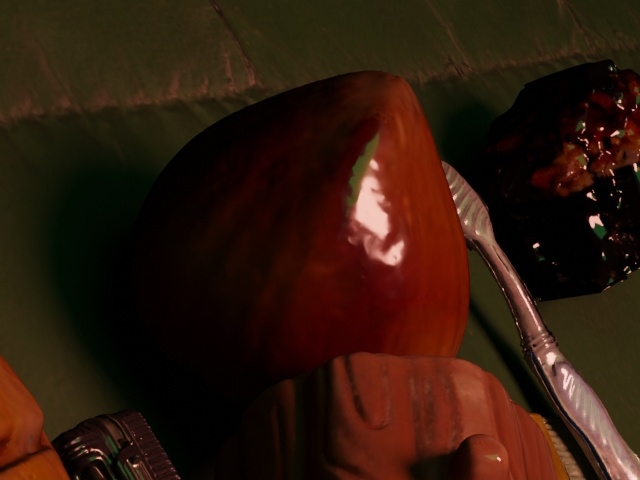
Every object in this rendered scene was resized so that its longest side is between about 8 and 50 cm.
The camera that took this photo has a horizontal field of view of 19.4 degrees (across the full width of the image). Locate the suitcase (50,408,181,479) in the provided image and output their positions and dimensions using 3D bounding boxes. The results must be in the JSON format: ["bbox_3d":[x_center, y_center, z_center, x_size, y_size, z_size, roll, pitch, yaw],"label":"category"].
[{"bbox_3d":[-0.112,0.138,0.855,0.059,0.126,0.086,-16,70,-53],"label":"suitcase"}]

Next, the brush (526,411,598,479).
[{"bbox_3d":[0.117,0.143,1.217,0.218,0.010,0.082,12,49,-47],"label":"brush"}]

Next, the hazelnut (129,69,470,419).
[{"bbox_3d":[0.000,0.000,1.043,0.208,0.208,0.208,30,38,-27],"label":"hazelnut"}]

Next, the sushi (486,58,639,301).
[{"bbox_3d":[0.205,-0.054,1.390,0.172,0.153,0.150,-23,97,-36],"label":"sushi"}]

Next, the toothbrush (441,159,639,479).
[{"bbox_3d":[0.181,0.119,1.279,0.035,0.042,0.413,-28,80,-22],"label":"toothbrush"}]

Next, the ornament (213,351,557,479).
[{"bbox_3d":[0.029,0.189,0.924,0.217,0.221,0.235,-92,172,-49],"label":"ornament"}]

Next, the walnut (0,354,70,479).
[{"bbox_3d":[-0.190,0.110,0.697,0.298,0.203,0.203,43,29,23],"label":"walnut"}]
